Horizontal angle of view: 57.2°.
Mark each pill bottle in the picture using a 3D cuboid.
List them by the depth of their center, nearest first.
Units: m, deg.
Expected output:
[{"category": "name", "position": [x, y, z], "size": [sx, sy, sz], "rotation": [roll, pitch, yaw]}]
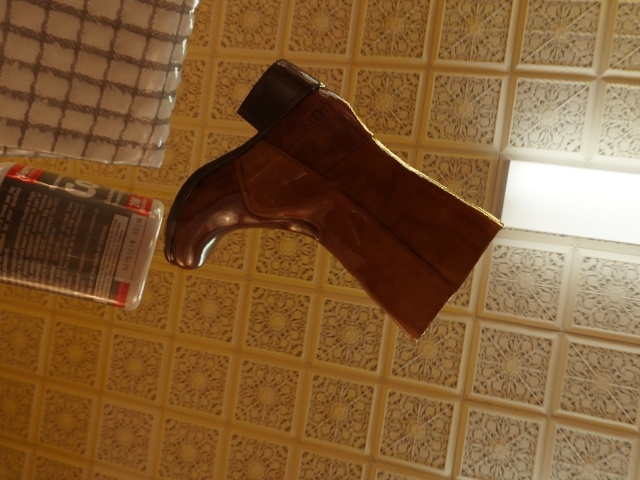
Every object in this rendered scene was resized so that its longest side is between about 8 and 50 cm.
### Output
[{"category": "pill bottle", "position": [-0.369, -0.012, 0.792], "size": [0.283, 0.161, 0.162], "rotation": [15, -88, -16]}]

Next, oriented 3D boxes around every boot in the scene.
[{"category": "boot", "position": [0.000, 0.000, 0.611], "size": [0.280, 0.096, 0.264], "rotation": [40, -78, 3]}]

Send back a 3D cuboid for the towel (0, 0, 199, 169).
[{"category": "towel", "position": [-0.203, -0.171, 0.295], "size": [0.121, 0.283, 0.235], "rotation": [58, -46, 48]}]
